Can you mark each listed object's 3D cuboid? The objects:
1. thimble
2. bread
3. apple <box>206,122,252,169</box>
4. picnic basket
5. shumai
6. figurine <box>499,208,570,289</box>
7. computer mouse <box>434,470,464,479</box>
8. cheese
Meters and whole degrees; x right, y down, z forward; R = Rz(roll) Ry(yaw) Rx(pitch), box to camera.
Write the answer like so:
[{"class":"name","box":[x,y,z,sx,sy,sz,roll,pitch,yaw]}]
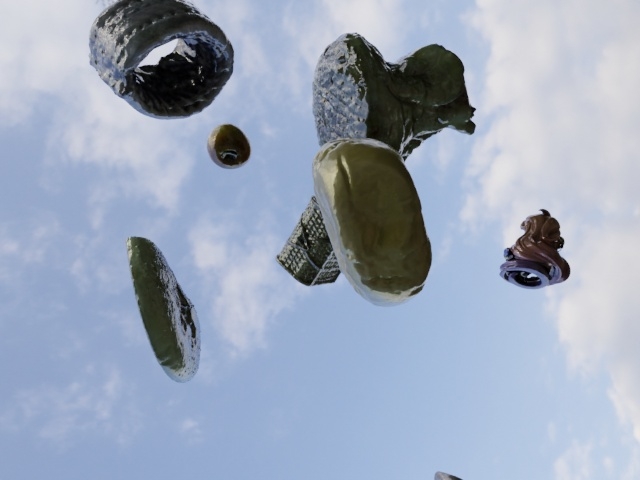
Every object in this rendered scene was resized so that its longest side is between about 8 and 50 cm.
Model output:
[{"class":"thimble","box":[-0.303,-0.353,1.207,0.245,0.217,0.157,-23,-125,-37]},{"class":"bread","box":[-0.149,0.087,0.650,0.193,0.036,0.112,79,175,-57]},{"class":"apple","box":[-0.222,-0.235,1.559,0.114,0.099,0.102,20,-143,-23]},{"class":"picnic basket","box":[0.000,0.000,1.580,0.154,0.134,0.196,0,-52,-54]},{"class":"shumai","box":[0.166,-0.277,1.395,0.323,0.324,0.397,-17,-41,-16]},{"class":"figurine","box":[0.413,0.017,1.191,0.126,0.114,0.157,26,-96,1]},{"class":"computer mouse","box":[0.287,0.539,1.392,0.066,0.096,0.039,31,-111,-16]},{"class":"cheese","box":[0.059,-0.025,0.836,0.117,0.214,0.226,-15,-79,-7]}]
